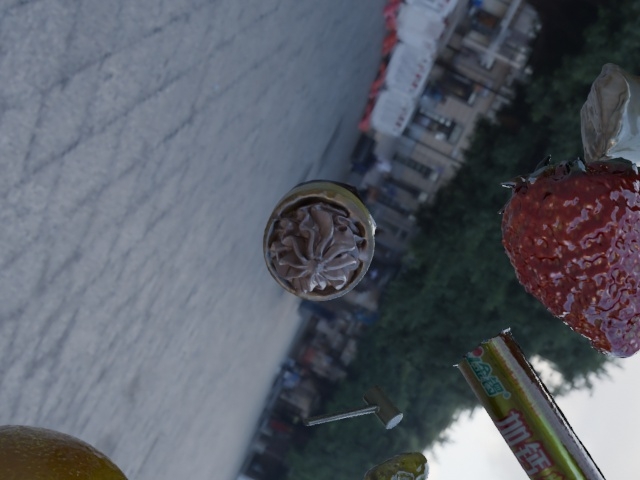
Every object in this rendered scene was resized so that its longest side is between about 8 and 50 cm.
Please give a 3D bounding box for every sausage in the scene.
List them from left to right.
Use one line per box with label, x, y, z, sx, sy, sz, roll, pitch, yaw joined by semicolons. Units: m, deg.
sausage;0.276;0.272;1.143;0.082;0.371;0.082;-31;168;-7

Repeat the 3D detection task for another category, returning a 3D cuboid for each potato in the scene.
potato;0.086;0.260;1.139;0.045;0.046;0.092;-28;168;41

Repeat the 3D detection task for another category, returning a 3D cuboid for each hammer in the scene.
hammer;0.025;0.144;0.866;0.110;0.035;0.019;1;130;-50

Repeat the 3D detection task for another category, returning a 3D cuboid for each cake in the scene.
cake;0.000;0.000;1.720;0.207;0.185;0.178;-58;-174;6

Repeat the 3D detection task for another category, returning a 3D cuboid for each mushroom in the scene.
mushroom;0.459;-0.130;1.232;0.297;0.290;0.297;-7;90;-86

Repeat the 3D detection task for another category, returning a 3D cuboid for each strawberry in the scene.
strawberry;0.196;0.010;0.785;0.131;0.131;0.148;-47;140;-79

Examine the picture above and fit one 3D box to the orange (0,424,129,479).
orange;-0.303;0.323;1.052;0.274;0.274;0.274;-63;177;-6
